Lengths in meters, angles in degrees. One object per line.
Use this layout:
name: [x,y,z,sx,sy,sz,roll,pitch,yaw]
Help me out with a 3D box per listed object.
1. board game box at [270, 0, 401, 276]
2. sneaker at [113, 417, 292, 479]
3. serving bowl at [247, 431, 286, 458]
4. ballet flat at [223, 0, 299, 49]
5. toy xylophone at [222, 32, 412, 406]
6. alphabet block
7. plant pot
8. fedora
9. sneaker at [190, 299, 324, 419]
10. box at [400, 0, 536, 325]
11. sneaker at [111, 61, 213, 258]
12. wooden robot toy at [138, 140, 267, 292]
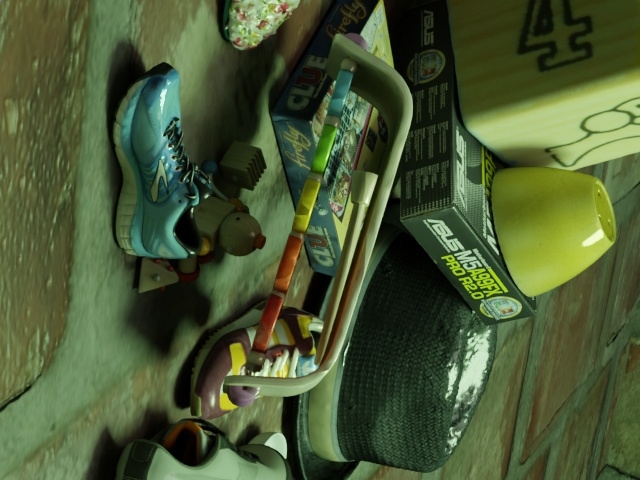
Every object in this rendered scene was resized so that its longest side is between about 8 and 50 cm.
board game box: [0.024,-0.099,1.568,0.243,0.042,0.165,77,35,-52]
sneaker: [-0.094,0.203,1.411,0.271,0.100,0.108,-4,103,-68]
serving bowl: [-0.063,0.224,1.594,0.083,0.027,0.083,-48,146,-48]
ballet flat: [-0.014,-0.265,1.308,0.091,0.077,0.241,6,99,-70]
toy xylophone: [0.000,0.000,1.378,0.236,0.081,0.323,110,-2,-72]
alphabet block: [0.255,-0.193,1.645,0.192,0.197,0.193,30,50,-60]
plant pot: [0.241,-0.018,1.639,0.134,0.095,0.134,42,41,-51]
fedora: [0.094,0.128,1.750,0.334,0.152,0.334,-49,147,-48]
sneaker: [-0.048,0.110,1.472,0.185,0.083,0.070,-44,143,-54]
box: [0.152,-0.080,1.673,0.216,0.060,0.270,50,34,-46]
sneaker: [-0.109,-0.057,1.218,0.063,0.073,0.162,-47,146,-50]
wooden robot toy: [-0.076,-0.006,1.330,0.173,0.079,0.076,-53,150,-43]
